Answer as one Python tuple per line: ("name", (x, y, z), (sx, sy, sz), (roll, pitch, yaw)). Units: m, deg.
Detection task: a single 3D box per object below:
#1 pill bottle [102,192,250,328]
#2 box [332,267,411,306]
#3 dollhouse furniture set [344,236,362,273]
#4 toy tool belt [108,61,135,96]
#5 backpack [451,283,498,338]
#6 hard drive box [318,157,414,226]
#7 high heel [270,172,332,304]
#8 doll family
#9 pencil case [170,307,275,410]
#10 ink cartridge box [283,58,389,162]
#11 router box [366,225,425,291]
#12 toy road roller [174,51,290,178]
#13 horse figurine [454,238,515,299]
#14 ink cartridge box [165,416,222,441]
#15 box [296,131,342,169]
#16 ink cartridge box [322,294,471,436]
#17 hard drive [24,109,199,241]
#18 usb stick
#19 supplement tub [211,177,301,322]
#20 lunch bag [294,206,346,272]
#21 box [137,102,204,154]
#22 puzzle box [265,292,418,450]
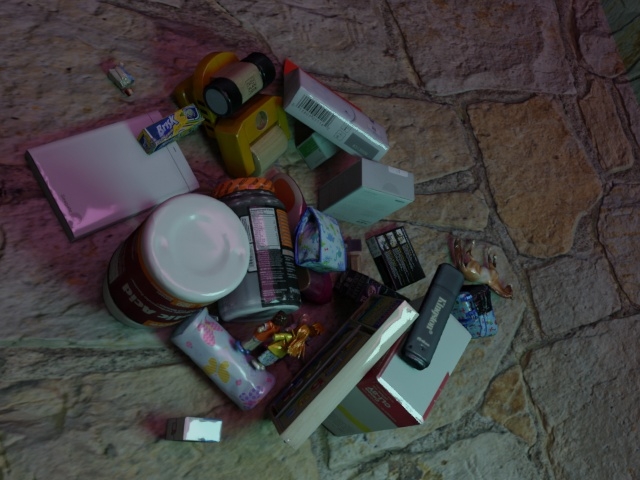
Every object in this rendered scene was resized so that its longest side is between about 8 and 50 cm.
("pill bottle", (-0.331, 0.065, 1.444), (0.224, 0.392, 0.223), (11, 67, -29))
("box", (0.139, 0.150, 1.842), (0.147, 0.180, 0.077), (29, 86, -20))
("dollhouse furniture set", (0.084, 0.046, 1.958), (0.081, 0.091, 0.114), (-41, 127, -75))
("toy tool belt", (-0.504, -0.419, 1.722), (0.083, 0.052, 0.051), (47, 63, -10))
("backpack", (0.459, 0.228, 2.050), (0.117, 0.158, 0.173), (-22, 97, -28))
("hard drive box", (0.128, -0.132, 1.912), (0.181, 0.232, 0.089), (14, 66, -29))
("high heel", (-0.059, -0.002, 1.856), (0.181, 0.127, 0.377), (40, 37, -61))
("doll family", (-0.074, 0.247, 1.618), (0.118, 0.163, 0.263), (56, 10, 17))
("pencil case", (-0.233, 0.283, 1.603), (0.273, 0.113, 0.124), (48, 17, -9))
("ink cartridge box", (0.041, -0.405, 1.939), (0.308, 0.091, 0.385), (30, 30, -21))
("router box", (0.230, 0.056, 2.024), (0.133, 0.046, 0.178), (-19, 84, -37))
("toy road roller", (-0.245, -0.348, 1.805), (0.202, 0.241, 0.329), (-48, 138, -35))
("horse figurine", (0.524, 0.087, 2.193), (0.263, 0.066, 0.174), (22, 56, -27))
("ink cartridge box", (-0.288, 0.429, 1.508), (0.089, 0.122, 0.052), (13, 70, -28))
("box", (0.005, -0.279, 1.968), (0.102, 0.101, 0.087), (-38, 95, -35))
("ink cartridge box", (0.150, 0.323, 1.668), (0.160, 0.385, 0.279), (44, 55, -8))
("hard drive", (-0.500, -0.168, 1.636), (0.353, 0.047, 0.233), (-28, 89, -36))
("usb stick", (0.261, 0.169, 1.531), (0.077, 0.045, 0.278), (38, 56, -11))
("supplement tub", (-0.172, 0.026, 1.676), (0.207, 0.207, 0.337), (0, 73, -33))
("lunch bag", (0.000, 0.000, 1.708), (0.129, 0.096, 0.151), (24, 64, -55))
("box", (-0.379, -0.284, 1.691), (0.169, 0.059, 0.054), (-40, 94, -37))
("puzzle box", (0.040, 0.294, 1.583), (0.052, 0.272, 0.409), (45, 81, -8))
